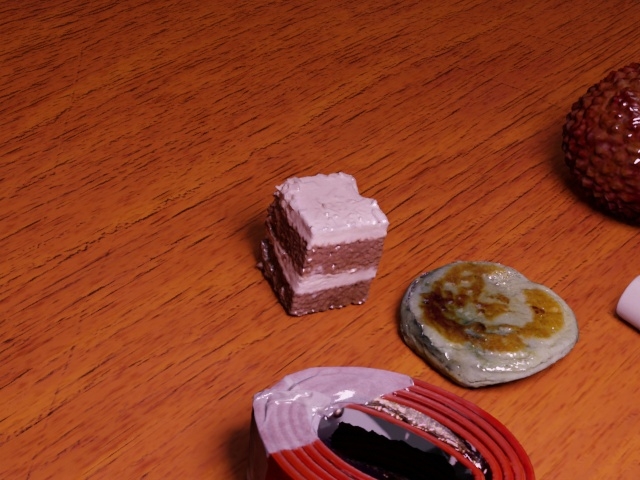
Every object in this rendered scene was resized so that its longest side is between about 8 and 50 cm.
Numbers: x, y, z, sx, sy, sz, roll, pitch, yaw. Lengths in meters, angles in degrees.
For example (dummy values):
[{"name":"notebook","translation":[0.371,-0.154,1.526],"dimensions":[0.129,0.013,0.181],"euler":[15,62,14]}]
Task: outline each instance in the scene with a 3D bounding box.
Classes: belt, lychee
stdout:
[{"name":"belt","translation":[0.062,0.253,1.260],"dimensions":[0.324,0.115,0.227],"euler":[18,37,13]},{"name":"lychee","translation":[0.512,-0.150,1.751],"dimensions":[0.300,0.264,0.264],"euler":[7,33,28]}]

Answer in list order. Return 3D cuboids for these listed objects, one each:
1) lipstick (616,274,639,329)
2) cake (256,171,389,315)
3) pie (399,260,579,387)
[{"name":"lipstick","translation":[0.512,0.138,1.533],"dimensions":[0.070,0.070,0.254],"euler":[-27,50,-37]},{"name":"cake","translation":[0.000,0.000,1.546],"dimensions":[0.134,0.147,0.135],"euler":[-12,44,-23]},{"name":"pie","translation":[0.220,0.108,1.530],"dimensions":[0.240,0.054,0.240],"euler":[4,36,-3]}]
